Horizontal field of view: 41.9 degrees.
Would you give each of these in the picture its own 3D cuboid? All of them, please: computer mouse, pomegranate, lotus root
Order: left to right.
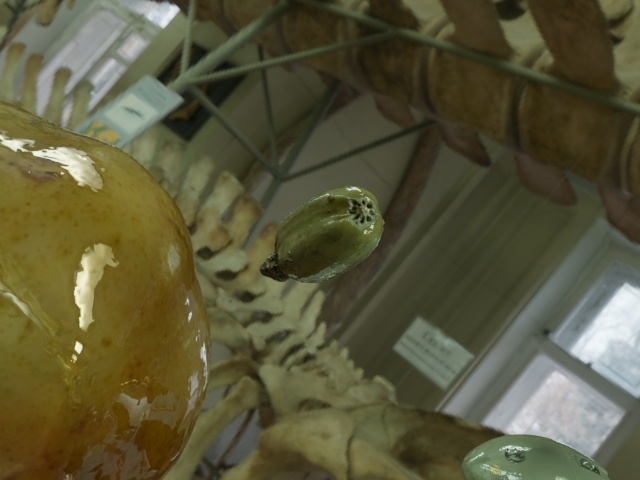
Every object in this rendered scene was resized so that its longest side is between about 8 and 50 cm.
[{"bbox_3d":[-0.293,0.069,0.731,0.417,0.416,0.416,40,-4,3],"label":"pomegranate"},{"bbox_3d":[0.001,0.000,0.949,0.077,0.090,0.183,16,-33,-34],"label":"lotus root"},{"bbox_3d":[0.235,0.238,0.852,0.182,0.056,0.089,11,33,-20],"label":"computer mouse"}]
